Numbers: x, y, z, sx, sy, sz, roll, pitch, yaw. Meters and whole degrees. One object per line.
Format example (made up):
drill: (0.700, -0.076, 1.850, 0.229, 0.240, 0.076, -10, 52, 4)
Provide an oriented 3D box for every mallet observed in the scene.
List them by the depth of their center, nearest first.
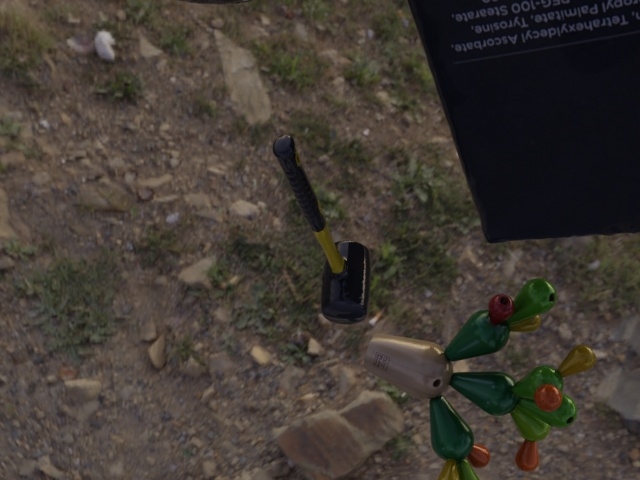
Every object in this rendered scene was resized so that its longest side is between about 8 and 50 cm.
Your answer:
mallet: (0.000, 0.000, 0.620, 0.039, 0.190, 0.062, -5, 62, 15)

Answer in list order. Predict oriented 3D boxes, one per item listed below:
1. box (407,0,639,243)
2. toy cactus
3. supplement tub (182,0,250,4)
box: (0.232, -0.334, 0.641, 0.297, 0.472, 0.480, -7, 39, 26)
toy cactus: (0.122, 0.129, 0.731, 0.180, 0.219, 0.112, 17, 26, 15)
supplement tub: (-0.025, -0.164, 0.245, 0.117, 0.190, 0.117, 4, 71, -13)
